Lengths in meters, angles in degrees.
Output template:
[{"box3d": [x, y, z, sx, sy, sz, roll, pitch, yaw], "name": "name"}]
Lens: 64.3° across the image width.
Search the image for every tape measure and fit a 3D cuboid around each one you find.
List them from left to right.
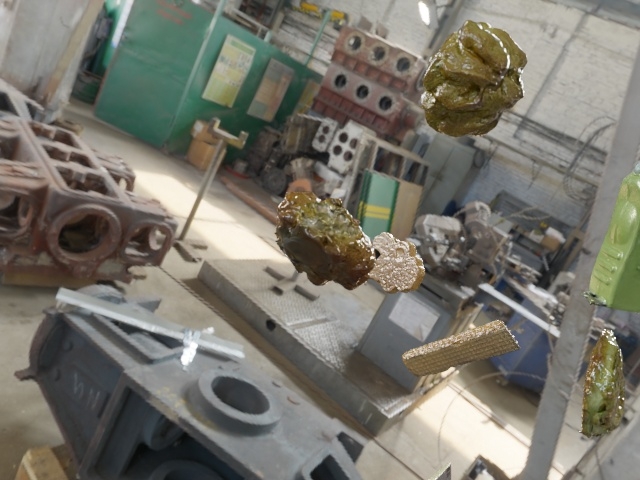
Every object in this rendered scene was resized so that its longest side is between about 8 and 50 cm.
[{"box3d": [0.434, -0.006, 0.618, 0.175, 0.200, 0.106, 10, 11, 6], "name": "tape measure"}]

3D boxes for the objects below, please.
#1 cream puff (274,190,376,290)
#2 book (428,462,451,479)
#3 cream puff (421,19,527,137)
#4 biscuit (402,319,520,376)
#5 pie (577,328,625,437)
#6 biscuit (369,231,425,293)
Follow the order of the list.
[{"box3d": [0.000, 0.000, 1.169, 0.155, 0.241, 0.269, -43, 111, -36], "name": "cream puff"}, {"box3d": [0.230, 0.556, 1.026, 0.014, 0.181, 0.127, 6, 7, 38], "name": "book"}, {"box3d": [0.319, -0.334, 1.068, 0.196, 0.244, 0.244, 38, 15, 0], "name": "cream puff"}, {"box3d": [0.424, 0.341, 1.581, 0.094, 0.379, 0.054, 53, 37, -9], "name": "biscuit"}, {"box3d": [0.887, 0.453, 1.586, 0.103, 0.354, 0.288, 7, -28, 37], "name": "pie"}, {"box3d": [0.193, 0.063, 1.328, 0.040, 0.144, 0.236, 12, 11, -29], "name": "biscuit"}]
